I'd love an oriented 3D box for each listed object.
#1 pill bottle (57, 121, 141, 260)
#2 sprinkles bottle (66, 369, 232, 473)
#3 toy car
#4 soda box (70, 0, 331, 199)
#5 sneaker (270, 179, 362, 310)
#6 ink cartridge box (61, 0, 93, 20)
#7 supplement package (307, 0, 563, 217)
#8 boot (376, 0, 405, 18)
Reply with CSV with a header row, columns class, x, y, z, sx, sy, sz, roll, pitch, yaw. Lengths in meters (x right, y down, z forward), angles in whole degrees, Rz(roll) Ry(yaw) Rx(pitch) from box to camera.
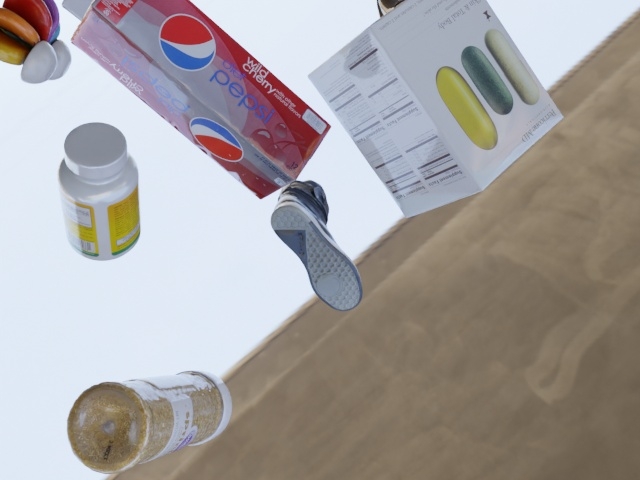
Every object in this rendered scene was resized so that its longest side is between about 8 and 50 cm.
class,x,y,z,sx,sy,sz,roll,pitch,yaw
pill bottle,-0.329,-0.073,1.261,0.117,0.208,0.118,5,-127,-6
sprinkles bottle,-0.240,0.259,1.252,0.121,0.355,0.121,-1,-97,12
toy car,-0.488,-0.348,1.392,0.136,0.159,0.182,-60,-174,13
soda box,-0.122,-0.162,0.878,0.083,0.263,0.092,-57,-162,-25
sneaker,0.001,-0.001,1.438,0.086,0.226,0.163,-28,-158,14
ink cartridge box,-0.217,-0.363,1.054,0.148,0.086,0.203,-35,-154,42
supplement package,0.163,-0.208,1.218,0.199,0.263,0.198,-40,-171,-26
boot,0.190,-0.468,1.752,0.112,0.115,0.305,-19,-126,0
